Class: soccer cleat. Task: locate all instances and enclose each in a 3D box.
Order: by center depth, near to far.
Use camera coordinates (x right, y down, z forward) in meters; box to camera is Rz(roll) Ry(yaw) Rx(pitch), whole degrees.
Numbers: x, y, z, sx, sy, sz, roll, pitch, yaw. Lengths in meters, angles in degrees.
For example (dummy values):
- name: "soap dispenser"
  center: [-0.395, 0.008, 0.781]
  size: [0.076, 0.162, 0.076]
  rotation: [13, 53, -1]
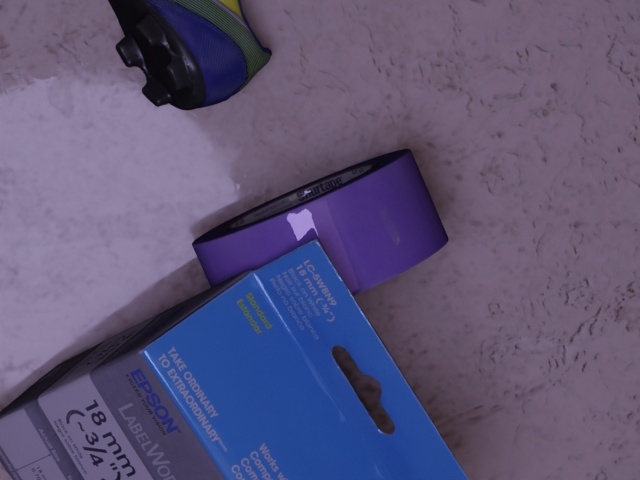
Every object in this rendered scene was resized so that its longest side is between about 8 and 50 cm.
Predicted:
- name: "soccer cleat"
  center: [-0.139, -0.243, 1.573]
  size: [0.121, 0.093, 0.289]
  rotation: [-28, 92, -32]

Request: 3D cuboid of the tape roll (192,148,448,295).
- name: "tape roll"
  center: [0.000, 0.000, 1.537]
  size: [0.189, 0.189, 0.080]
  rotation: [-23, 97, -2]

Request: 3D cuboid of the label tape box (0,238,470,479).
- name: "label tape box"
  center: [-0.077, 0.171, 1.488]
  size: [0.334, 0.106, 0.240]
  rotation: [-27, 98, 43]
